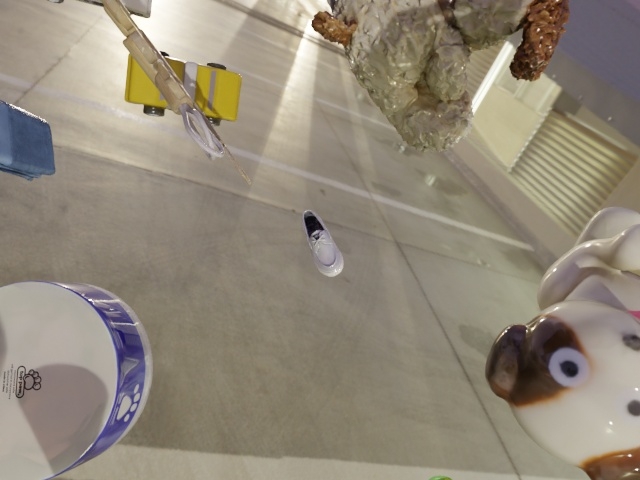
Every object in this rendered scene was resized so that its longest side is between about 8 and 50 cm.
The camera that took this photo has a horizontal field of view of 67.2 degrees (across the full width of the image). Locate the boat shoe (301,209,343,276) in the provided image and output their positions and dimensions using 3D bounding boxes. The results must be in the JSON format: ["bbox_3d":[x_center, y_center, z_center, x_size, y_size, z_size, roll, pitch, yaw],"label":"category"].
[{"bbox_3d":[0.000,0.000,1.087,0.063,0.066,0.184,58,12,-47],"label":"boat shoe"}]

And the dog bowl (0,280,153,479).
[{"bbox_3d":[-0.383,0.189,0.677,0.264,0.265,0.104,32,-5,8],"label":"dog bowl"}]

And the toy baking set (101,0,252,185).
[{"bbox_3d":[-0.172,-0.171,0.542,0.256,0.030,0.197,55,-1,-36],"label":"toy baking set"}]

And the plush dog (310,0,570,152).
[{"bbox_3d":[0.131,-0.253,0.506,0.210,0.225,0.263,1,70,-56],"label":"plush dog"}]

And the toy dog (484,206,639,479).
[{"bbox_3d":[0.399,0.152,0.701,0.407,0.395,0.285,-14,60,-51],"label":"toy dog"}]

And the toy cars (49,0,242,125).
[{"bbox_3d":[-0.277,-0.323,0.740,0.394,0.176,0.087,50,-11,-21],"label":"toy cars"}]

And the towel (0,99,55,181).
[{"bbox_3d":[-0.298,-0.098,0.441,0.029,0.067,0.119,-8,-6,10],"label":"towel"}]

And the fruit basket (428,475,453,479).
[{"bbox_3d":[0.178,0.566,0.787,0.282,0.392,0.392,33,21,-34],"label":"fruit basket"}]
